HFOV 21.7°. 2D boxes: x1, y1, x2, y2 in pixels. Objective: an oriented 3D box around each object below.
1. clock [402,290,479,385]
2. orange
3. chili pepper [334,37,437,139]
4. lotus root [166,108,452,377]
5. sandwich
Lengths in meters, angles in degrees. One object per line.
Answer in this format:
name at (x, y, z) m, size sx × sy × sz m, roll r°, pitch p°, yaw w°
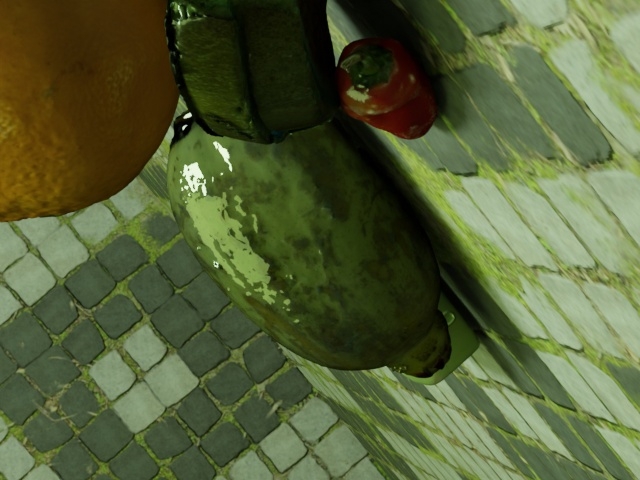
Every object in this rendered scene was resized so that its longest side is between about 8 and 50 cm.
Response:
clock at (0.056, 0.048, 1.567) m, size 0.170 × 0.069 × 0.232 m, roll 50°, pitch 173°, yaw -7°
orange at (-0.274, -0.163, 1.528) m, size 0.312 × 0.312 × 0.312 m, roll 48°, pitch 172°, yaw 9°
chili pepper at (0.042, -0.093, 1.033) m, size 0.059 × 0.050 × 0.191 m, roll 9°, pitch 174°, yaw 12°
lotus root at (0.000, 0.000, 1.359) m, size 0.309 × 0.173 × 0.173 m, roll 50°, pitch 172°, yaw -13°
sandwich at (-0.028, -0.129, 1.025) m, size 0.079 × 0.159 × 0.235 m, roll 5°, pitch 155°, yaw 9°
